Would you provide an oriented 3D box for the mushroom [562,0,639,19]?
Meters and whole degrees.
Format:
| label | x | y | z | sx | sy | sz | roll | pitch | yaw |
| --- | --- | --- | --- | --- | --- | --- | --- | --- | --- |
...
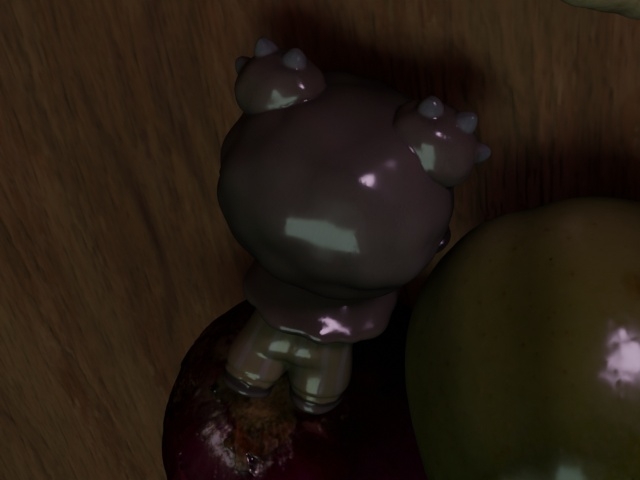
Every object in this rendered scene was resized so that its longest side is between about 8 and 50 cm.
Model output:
| label | x | y | z | sx | sy | sz | roll | pitch | yaw |
| --- | --- | --- | --- | --- | --- | --- | --- | --- | --- |
| mushroom | 0.224 | -0.234 | 1.289 | 0.154 | 0.122 | 0.154 | -8 | 127 | -11 |

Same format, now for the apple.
| label | x | y | z | sx | sy | sz | roll | pitch | yaw |
| --- | --- | --- | --- | --- | --- | --- | --- | --- | --- |
| apple | 0.248 | 0.140 | 1.623 | 0.357 | 0.357 | 0.357 | 16 | 149 | 10 |

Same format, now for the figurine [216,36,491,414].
| label | x | y | z | sx | sy | sz | roll | pitch | yaw |
| --- | --- | --- | --- | --- | --- | --- | --- | --- | --- |
| figurine | 0.000 | 0.001 | 1.637 | 0.248 | 0.203 | 0.380 | 24 | 127 | 12 |

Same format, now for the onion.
| label | x | y | z | sx | sy | sz | roll | pitch | yaw |
| --- | --- | --- | --- | --- | --- | --- | --- | --- | --- |
| onion | 0.016 | 0.227 | 1.941 | 0.348 | 0.347 | 0.385 | 6 | 159 | 26 |
